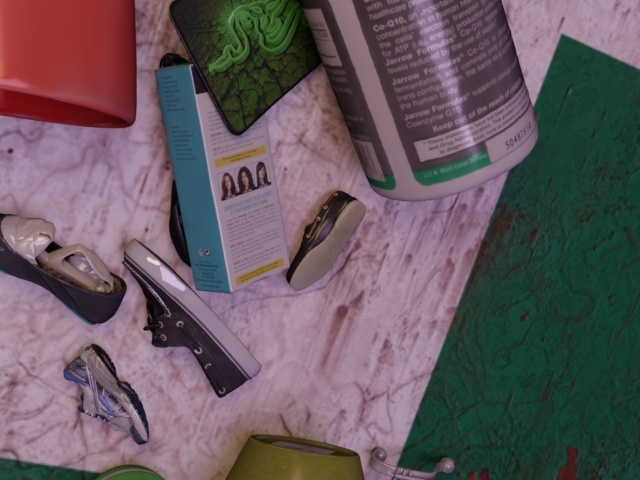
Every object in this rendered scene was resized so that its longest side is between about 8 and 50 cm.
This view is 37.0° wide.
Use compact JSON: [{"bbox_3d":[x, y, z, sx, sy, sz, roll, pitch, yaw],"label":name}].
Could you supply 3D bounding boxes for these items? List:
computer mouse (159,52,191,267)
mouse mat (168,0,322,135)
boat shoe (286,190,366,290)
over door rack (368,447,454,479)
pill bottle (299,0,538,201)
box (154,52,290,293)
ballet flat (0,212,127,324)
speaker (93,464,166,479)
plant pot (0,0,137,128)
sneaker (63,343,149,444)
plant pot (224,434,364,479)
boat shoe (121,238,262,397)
[{"bbox_3d":[-0.151,-0.086,1.063,0.071,0.041,0.242,-16,104,-44],"label":"computer mouse"},{"bbox_3d":[-0.072,-0.219,1.019,0.189,0.007,0.152,-50,122,-41],"label":"mouse mat"},{"bbox_3d":[0.001,0.001,1.148,0.133,0.042,0.049,-55,142,0],"label":"boat shoe"},{"bbox_3d":[0.186,0.430,1.292,0.324,0.108,0.239,17,98,-5],"label":"over door rack"},{"bbox_3d":[0.091,-0.241,1.026,0.204,0.204,0.361,-28,114,-13],"label":"pill bottle"},{"bbox_3d":[-0.104,-0.073,1.037,0.100,0.060,0.244,-23,109,-47],"label":"box"},{"bbox_3d":[-0.287,0.016,1.011,0.203,0.074,0.074,39,88,-31],"label":"ballet flat"},{"bbox_3d":[-0.183,0.356,1.025,0.131,0.296,0.131,-6,107,-21],"label":"speaker"},{"bbox_3d":[-0.281,-0.241,0.851,0.275,0.275,0.243,9,90,-25],"label":"plant pot"},{"bbox_3d":[-0.245,0.183,1.096,0.058,0.052,0.135,-31,107,-1],"label":"sneaker"},{"bbox_3d":[-0.041,0.389,1.135,0.275,0.275,0.293,13,84,-25],"label":"plant pot"},{"bbox_3d":[-0.160,0.097,1.091,0.076,0.080,0.228,-43,124,-8],"label":"boat shoe"}]
